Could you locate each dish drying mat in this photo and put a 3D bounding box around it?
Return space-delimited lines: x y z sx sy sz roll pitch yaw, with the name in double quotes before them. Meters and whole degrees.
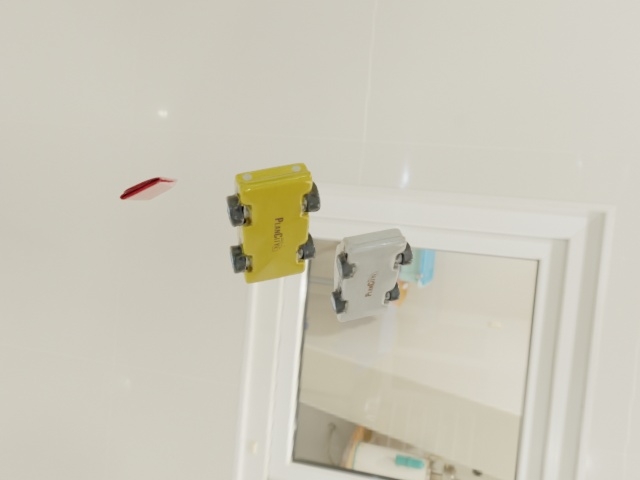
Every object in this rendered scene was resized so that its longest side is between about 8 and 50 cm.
"dish drying mat" -0.128 -0.040 0.479 0.008 0.032 0.083 64 -2 -5

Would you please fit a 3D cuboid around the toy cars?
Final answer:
"toy cars" 0.000 0.000 0.829 0.394 0.176 0.087 29 33 -48
